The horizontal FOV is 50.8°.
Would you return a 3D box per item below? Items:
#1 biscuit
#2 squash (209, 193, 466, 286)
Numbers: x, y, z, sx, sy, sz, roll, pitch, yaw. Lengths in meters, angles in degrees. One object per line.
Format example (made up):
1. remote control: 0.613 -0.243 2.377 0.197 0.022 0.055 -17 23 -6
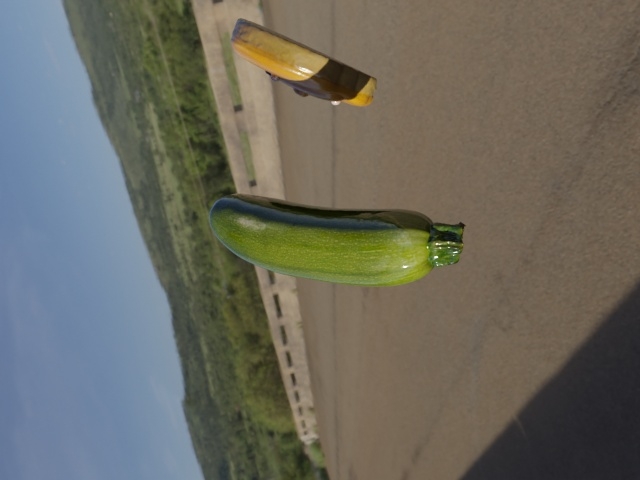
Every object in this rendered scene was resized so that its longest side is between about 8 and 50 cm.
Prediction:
1. biscuit: -0.027 -0.186 0.722 0.050 0.170 0.170 -65 24 14
2. squash: 0.000 0.000 0.574 0.258 0.069 0.069 9 123 35
